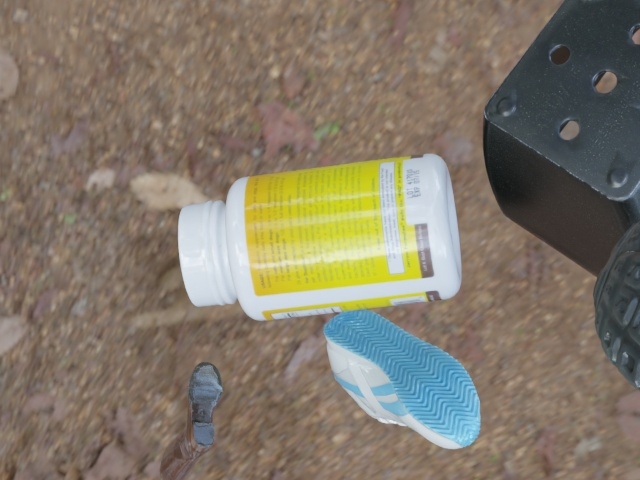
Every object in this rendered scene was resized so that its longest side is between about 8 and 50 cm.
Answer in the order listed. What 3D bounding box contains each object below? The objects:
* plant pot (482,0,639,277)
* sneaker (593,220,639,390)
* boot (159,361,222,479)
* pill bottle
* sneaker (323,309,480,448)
[{"bbox_3d":[0.218,-0.076,1.162,0.187,0.167,0.188,37,91,33],"label":"plant pot"},{"bbox_3d":[0.247,0.069,0.755,0.130,0.286,0.109,35,85,-46],"label":"sneaker"},{"bbox_3d":[-0.140,0.197,1.768,0.037,0.114,0.106,16,54,-14],"label":"boot"},{"bbox_3d":[0.000,0.000,1.334,0.215,0.117,0.117,-7,74,8],"label":"pill bottle"},{"bbox_3d":[0.096,0.164,1.852,0.087,0.092,0.228,-30,44,-23],"label":"sneaker"}]
